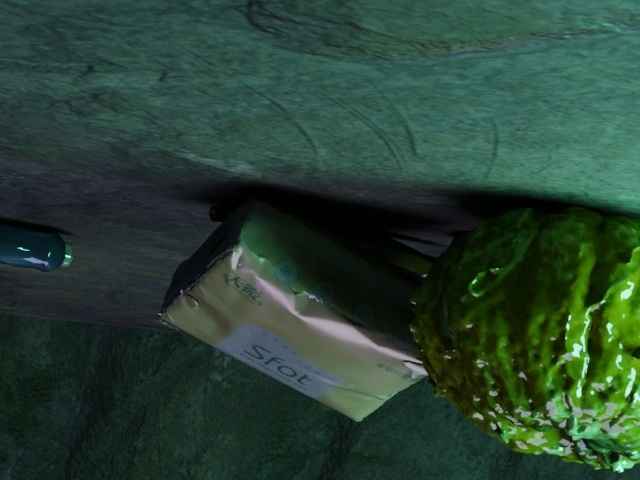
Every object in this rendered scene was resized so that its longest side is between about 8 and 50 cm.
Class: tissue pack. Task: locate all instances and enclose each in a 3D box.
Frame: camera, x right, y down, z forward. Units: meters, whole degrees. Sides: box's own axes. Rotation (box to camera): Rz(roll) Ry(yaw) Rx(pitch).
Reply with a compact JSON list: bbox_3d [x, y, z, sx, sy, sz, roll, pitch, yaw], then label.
[{"bbox_3d":[-0.012,0.069,1.562,0.256,0.123,0.215,30,146,-13],"label":"tissue pack"}]

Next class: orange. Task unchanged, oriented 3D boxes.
[{"bbox_3d":[0.227,0.091,1.375,0.301,0.223,0.300,13,157,-3],"label":"orange"}]

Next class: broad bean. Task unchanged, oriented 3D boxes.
[{"bbox_3d":[-0.001,0.000,1.646,0.297,0.043,0.060,13,161,-30],"label":"broad bean"}]

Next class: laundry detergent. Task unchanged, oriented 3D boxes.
[{"bbox_3d":[-0.424,0.006,2.043,0.206,0.061,0.096,12,169,-31],"label":"laundry detergent"}]

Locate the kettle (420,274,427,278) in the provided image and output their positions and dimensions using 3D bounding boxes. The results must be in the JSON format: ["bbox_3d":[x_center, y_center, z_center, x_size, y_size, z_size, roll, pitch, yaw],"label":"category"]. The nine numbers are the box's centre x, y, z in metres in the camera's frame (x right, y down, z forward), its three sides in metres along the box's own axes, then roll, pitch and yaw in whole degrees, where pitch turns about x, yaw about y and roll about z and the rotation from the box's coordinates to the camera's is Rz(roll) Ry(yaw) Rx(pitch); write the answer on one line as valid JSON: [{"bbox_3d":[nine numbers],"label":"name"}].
[{"bbox_3d":[0.095,0.068,1.869,0.148,0.098,0.127,11,178,-2],"label":"kettle"}]

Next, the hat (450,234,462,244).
[{"bbox_3d":[0.228,0.059,1.620,0.227,0.140,0.129,-2,-152,-30],"label":"hat"}]
